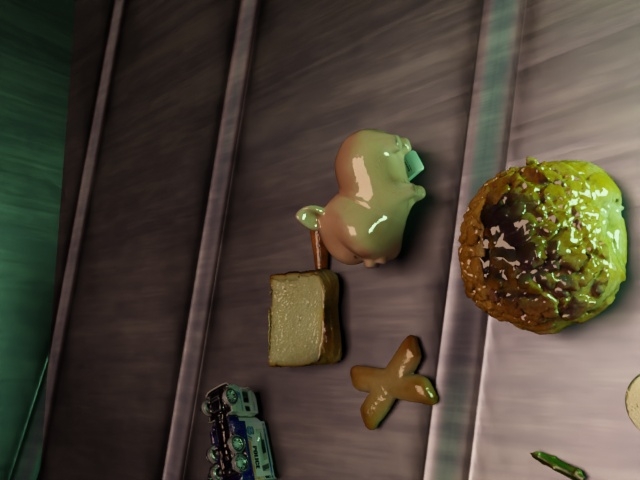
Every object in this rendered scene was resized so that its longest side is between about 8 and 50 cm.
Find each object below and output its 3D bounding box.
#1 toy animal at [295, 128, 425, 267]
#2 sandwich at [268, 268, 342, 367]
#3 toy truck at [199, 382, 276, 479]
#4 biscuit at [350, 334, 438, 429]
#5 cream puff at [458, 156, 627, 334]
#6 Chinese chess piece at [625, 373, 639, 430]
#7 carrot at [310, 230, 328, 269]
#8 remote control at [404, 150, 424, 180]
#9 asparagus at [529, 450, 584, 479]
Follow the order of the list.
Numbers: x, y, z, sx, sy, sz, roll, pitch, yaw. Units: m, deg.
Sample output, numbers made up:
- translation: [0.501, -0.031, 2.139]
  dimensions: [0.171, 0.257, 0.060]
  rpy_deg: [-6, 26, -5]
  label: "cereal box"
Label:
- translation: [0.107, -0.097, 1.478]
  dimensions: [0.269, 0.237, 0.327]
  rpy_deg: [-17, 76, 31]
  label: "toy animal"
- translation: [-0.042, 0.204, 1.651]
  dimensions: [0.226, 0.087, 0.251]
  rpy_deg: [-14, 74, 43]
  label: "sandwich"
- translation: [-0.221, 0.531, 1.703]
  dimensions: [0.124, 0.155, 0.268]
  rpy_deg: [-34, 56, 33]
  label: "toy truck"
- translation: [0.163, 0.333, 1.456]
  dimensions: [0.208, 0.047, 0.164]
  rpy_deg: [-35, 59, 32]
  label: "biscuit"
- translation: [0.408, 0.001, 1.175]
  dimensions: [0.327, 0.231, 0.343]
  rpy_deg: [44, 111, 44]
  label: "cream puff"
- translation: [0.585, 0.279, 1.066]
  dimensions: [0.122, 0.051, 0.122]
  rpy_deg: [-9, 76, 41]
  label: "Chinese chess piece"
- translation: [0.000, 0.000, 1.687]
  dimensions: [0.055, 0.055, 0.162]
  rpy_deg: [-8, 82, 42]
  label: "carrot"
- translation: [0.187, -0.152, 1.558]
  dimensions: [0.162, 0.029, 0.061]
  rpy_deg: [-40, 59, 35]
  label: "remote control"
- translation: [0.447, 0.424, 1.182]
  dimensions: [0.108, 0.021, 0.025]
  rpy_deg: [18, 89, 45]
  label: "asparagus"
